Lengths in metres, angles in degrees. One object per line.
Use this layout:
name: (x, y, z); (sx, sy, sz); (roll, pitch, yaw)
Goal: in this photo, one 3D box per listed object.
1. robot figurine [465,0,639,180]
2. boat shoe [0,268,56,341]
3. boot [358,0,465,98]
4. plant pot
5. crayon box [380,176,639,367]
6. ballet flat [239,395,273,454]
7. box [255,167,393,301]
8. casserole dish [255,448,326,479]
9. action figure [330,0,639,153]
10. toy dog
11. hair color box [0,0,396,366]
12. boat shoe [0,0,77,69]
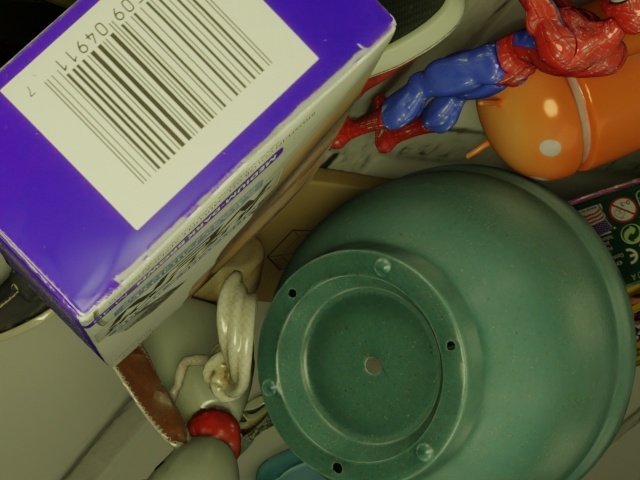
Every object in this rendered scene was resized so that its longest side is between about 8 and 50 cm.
robot figurine: (0.217, -0.123, 1.136); (0.219, 0.158, 0.128); (-21, 111, -12)
boat shoe: (-0.203, 0.014, 1.098); (0.206, 0.075, 0.065); (-27, 110, 12)
boot: (0.000, -0.106, 1.026); (0.244, 0.088, 0.176); (-23, 154, 10)
plant pot: (0.073, 0.087, 1.103); (0.293, 0.293, 0.196); (-41, 163, 24)
crayon box: (0.243, 0.065, 1.419); (0.362, 0.106, 0.313); (-19, 158, 6)
ballet flat: (-0.077, 0.193, 1.524); (0.114, 0.041, 0.041); (-39, 150, 21)
box: (0.000, 0.000, 1.271); (0.201, 0.021, 0.164); (7, 137, -46)
casserole dish: (-0.026, 0.291, 1.728); (0.114, 0.037, 0.188); (-23, 153, -9)
action figure: (0.115, -0.158, 1.016); (0.091, 0.139, 0.280); (-1, 172, -43)
toy dog: (-0.132, 0.105, 1.090); (0.160, 0.220, 0.334); (5, -171, -2)
hair color box: (-0.082, -0.039, 0.744); (0.185, 0.110, 0.339); (-44, 180, -10)
boat shoe: (-0.218, -0.136, 0.755); (0.307, 0.104, 0.111); (-6, 146, -34)
